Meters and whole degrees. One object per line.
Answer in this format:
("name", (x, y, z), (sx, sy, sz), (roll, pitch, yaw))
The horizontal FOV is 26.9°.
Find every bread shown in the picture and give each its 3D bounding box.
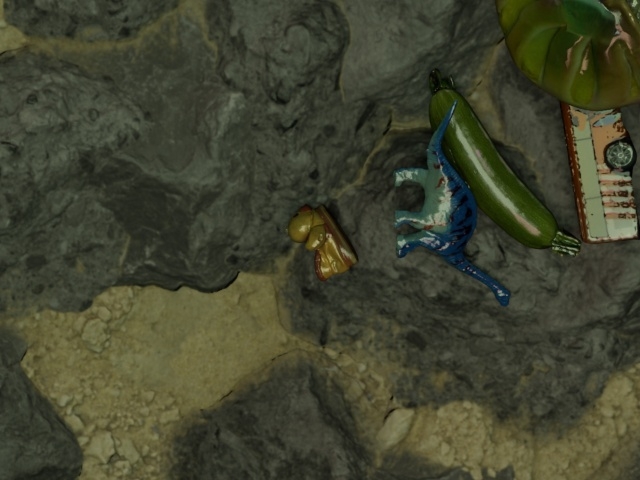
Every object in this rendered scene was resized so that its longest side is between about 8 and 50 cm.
("bread", (0.319, -0.246, 1.653), (0.261, 0.158, 0.156), (26, 107, 11))

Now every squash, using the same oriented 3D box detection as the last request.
("squash", (0.229, -0.090, 1.817), (0.080, 0.071, 0.318), (-39, 89, 34))

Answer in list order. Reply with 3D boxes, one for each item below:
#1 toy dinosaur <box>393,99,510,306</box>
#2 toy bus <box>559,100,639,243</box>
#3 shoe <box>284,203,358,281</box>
("toy dinosaur", (0.154, -0.031, 1.807), (0.144, 0.076, 0.329), (-11, 119, 14))
("toy bus", (0.361, -0.199, 1.775), (0.092, 0.093, 0.408), (-9, 96, 10))
("shoe", (0.001, 0.001, 1.859), (0.069, 0.072, 0.109), (-39, 92, 6))
